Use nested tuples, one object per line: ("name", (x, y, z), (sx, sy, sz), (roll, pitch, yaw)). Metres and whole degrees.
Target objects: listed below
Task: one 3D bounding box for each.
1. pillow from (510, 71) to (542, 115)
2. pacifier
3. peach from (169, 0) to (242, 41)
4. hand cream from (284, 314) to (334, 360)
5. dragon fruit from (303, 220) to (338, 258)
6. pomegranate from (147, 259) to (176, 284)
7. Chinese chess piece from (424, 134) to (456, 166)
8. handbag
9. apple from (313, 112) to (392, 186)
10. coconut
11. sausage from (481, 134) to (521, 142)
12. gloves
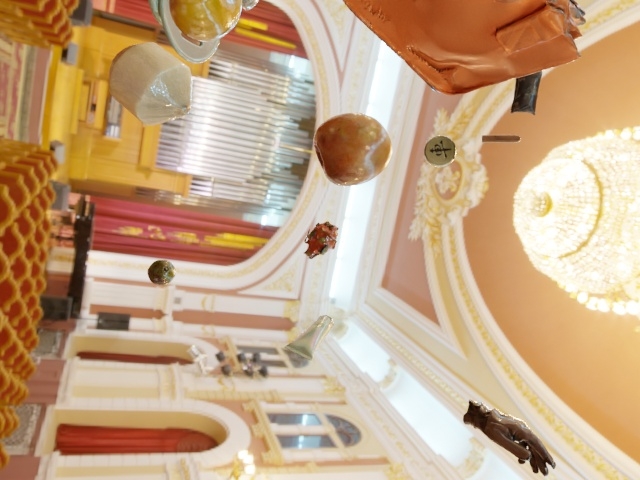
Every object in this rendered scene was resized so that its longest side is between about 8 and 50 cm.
("pillow", (0.661, -0.479, 1.730), (0.048, 0.090, 0.150), (-86, -179, -77))
("pacifier", (-0.274, -0.615, 1.312), (0.288, 0.269, 0.343), (-8, 102, -66))
("peach", (-0.191, -0.410, 0.870), (0.179, 0.103, 0.179), (-3, 90, -82))
("hand cream", (-0.021, 0.257, 1.437), (0.205, 0.078, 0.050), (-36, 148, -64))
("dragon fruit", (0.001, 0.002, 1.518), (0.116, 0.086, 0.081), (-61, 162, -6))
("pomegranate", (-0.424, 0.089, 1.425), (0.084, 0.073, 0.073), (-36, -139, 19))
("Chinese chess piece", (0.315, -0.235, 1.422), (0.034, 0.084, 0.084), (-21, 121, -81))
("handbag", (0.217, -0.413, 0.891), (0.303, 0.410, 0.116), (-3, -116, 49))
("apple", (0.104, -0.289, 1.712), (0.253, 0.253, 0.253), (-172, -90, -69))
("coconut", (-0.529, -0.489, 1.732), (0.237, 0.266, 0.237), (-51, 167, -16))
("sausage", (0.557, -0.313, 1.669), (0.026, 0.116, 0.026), (3, 90, -77))
("gloves", (0.531, 0.553, 1.537), (0.285, 0.142, 0.119), (34, -71, 33))
